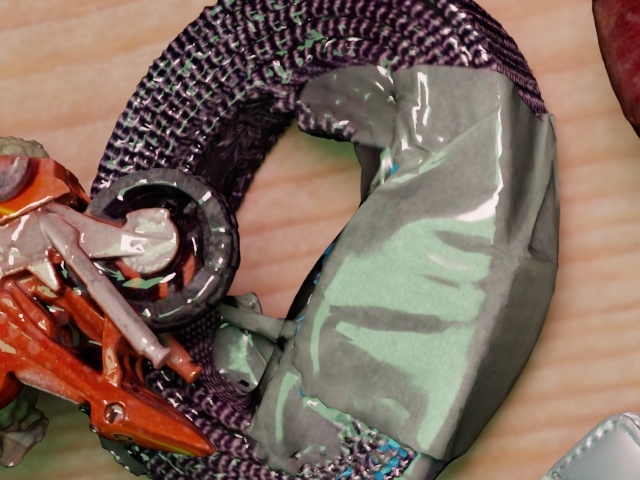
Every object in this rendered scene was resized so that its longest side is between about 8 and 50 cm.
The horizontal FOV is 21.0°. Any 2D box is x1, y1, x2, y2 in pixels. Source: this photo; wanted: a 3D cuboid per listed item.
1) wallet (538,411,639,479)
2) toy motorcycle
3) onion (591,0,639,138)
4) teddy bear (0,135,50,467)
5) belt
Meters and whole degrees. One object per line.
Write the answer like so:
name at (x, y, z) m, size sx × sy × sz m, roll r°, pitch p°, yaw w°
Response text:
wallet at (0.130, 0.228, 0.948) m, size 0.250 × 0.075 × 0.176 m, roll -42°, pitch 69°, yaw 9°
toy motorcycle at (-0.189, 0.027, 0.924) m, size 0.298 × 0.089 × 0.171 m, roll 7°, pitch 74°, yaw 11°
onion at (0.253, -0.125, 0.866) m, size 0.246 × 0.190 × 0.246 m, roll 0°, pitch 76°, yaw 2°
teddy bear at (-0.220, 0.047, 1.035) m, size 0.133 × 0.111 × 0.213 m, roll -1°, pitch 69°, yaw -21°
belt at (0.000, 0.000, 0.974) m, size 0.260 × 0.122 × 0.325 m, roll 25°, pitch 95°, yaw 21°
